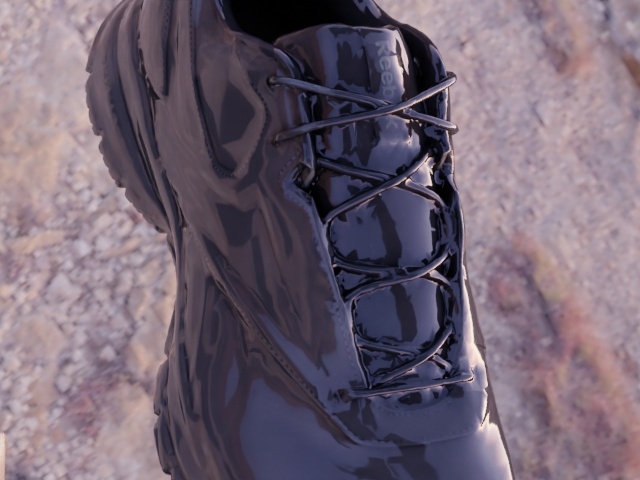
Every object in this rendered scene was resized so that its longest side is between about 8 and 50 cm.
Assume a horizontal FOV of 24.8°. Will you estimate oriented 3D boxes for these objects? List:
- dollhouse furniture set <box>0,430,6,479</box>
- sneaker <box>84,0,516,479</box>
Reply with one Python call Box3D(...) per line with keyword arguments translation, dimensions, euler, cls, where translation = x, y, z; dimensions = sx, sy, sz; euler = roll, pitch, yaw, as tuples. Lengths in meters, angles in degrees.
Box3D(translation=(-0.297, 0.236, 0.549), dimensions=(0.303, 0.174, 0.355), euler=(-13, 115, -52), cls="dollhouse furniture set")
Box3D(translation=(0.000, 0.000, 0.476), dimensions=(0.109, 0.130, 0.286), euler=(-8, 64, -33), cls="sneaker")
